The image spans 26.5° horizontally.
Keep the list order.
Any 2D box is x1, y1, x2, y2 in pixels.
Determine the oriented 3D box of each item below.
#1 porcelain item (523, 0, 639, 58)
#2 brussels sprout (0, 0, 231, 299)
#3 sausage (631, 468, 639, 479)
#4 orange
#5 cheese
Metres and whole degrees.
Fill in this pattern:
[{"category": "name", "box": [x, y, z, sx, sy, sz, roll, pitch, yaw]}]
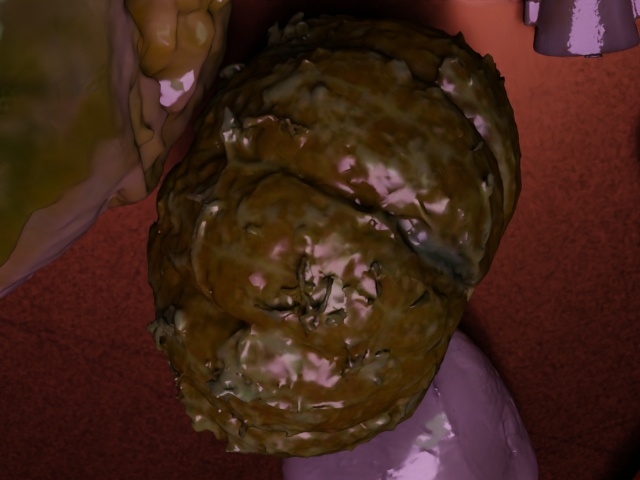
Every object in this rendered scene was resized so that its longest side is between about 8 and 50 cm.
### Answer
[{"category": "porcelain item", "box": [0.174, -0.232, 0.909, 0.084, 0.054, 0.213, -7, 114, -1]}, {"category": "brussels sprout", "box": [-0.208, -0.114, 0.819, 0.344, 0.268, 0.344, -5, 121, -9]}, {"category": "sausage", "box": [0.294, 0.242, 1.157, 0.093, 0.093, 0.312, 22, 115, -16]}, {"category": "orange", "box": [0.000, 0.000, 0.892, 0.223, 0.300, 0.301, 24, 78, 11]}, {"category": "cheese", "box": [0.068, 0.178, 1.068, 0.189, 0.154, 0.198, -21, 119, 13]}]
